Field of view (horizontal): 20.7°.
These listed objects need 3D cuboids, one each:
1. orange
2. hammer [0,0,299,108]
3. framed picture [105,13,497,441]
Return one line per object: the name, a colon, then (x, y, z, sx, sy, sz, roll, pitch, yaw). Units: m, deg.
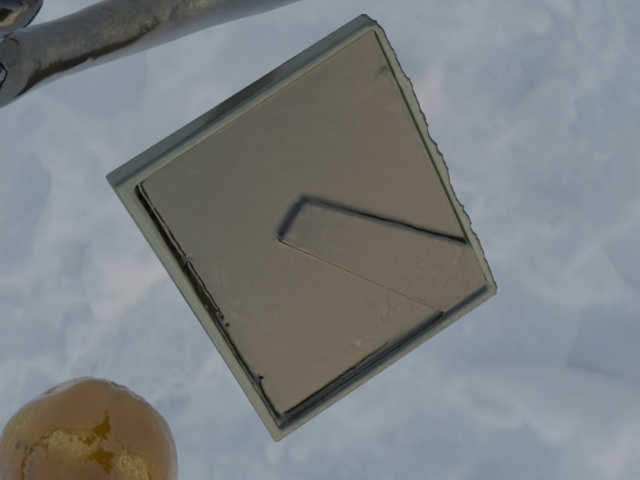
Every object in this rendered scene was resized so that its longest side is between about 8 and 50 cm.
orange: (-0.195, 0.184, 1.479, 0.159, 0.159, 0.136, 25, 83, -14)
hammer: (-0.099, -0.125, 0.995, 0.044, 0.440, 0.168, 46, 121, 6)
framed picture: (0.000, 0.000, 1.127, 0.192, 0.018, 0.265, -32, 133, -5)
